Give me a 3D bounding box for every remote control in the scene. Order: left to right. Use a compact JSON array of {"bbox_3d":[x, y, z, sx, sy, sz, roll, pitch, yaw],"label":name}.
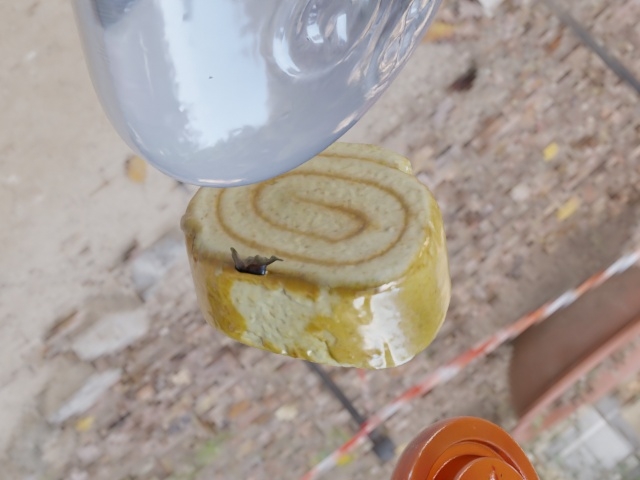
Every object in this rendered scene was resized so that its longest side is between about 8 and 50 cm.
[{"bbox_3d":[-0.011,-0.158,0.488,0.221,0.103,0.332,-52,153,-31],"label":"remote control"}]

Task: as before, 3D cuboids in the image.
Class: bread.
[{"bbox_3d":[0.000,0.000,0.772,0.122,0.149,0.073,-55,146,-41],"label":"bread"}]

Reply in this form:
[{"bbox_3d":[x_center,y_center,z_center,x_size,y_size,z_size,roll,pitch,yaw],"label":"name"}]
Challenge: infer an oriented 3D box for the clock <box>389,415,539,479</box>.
[{"bbox_3d":[0.127,0.245,1.183,0.051,0.205,0.205,-15,-177,41],"label":"clock"}]
